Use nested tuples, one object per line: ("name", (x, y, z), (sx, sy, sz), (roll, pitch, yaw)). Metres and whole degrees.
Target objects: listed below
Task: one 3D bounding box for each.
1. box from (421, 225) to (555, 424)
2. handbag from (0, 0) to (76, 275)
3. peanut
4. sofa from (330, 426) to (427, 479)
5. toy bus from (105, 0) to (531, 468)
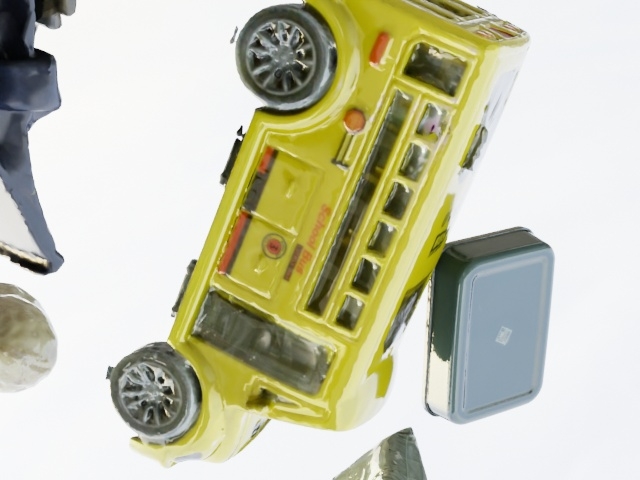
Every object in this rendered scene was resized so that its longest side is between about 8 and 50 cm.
("box", (0.112, 0.058, 0.889), (0.091, 0.126, 0.031), (-11, -156, -32))
("handbag", (-0.228, -0.150, 0.599), (0.122, 0.303, 0.329), (-23, -151, -40))
("peanut", (-0.349, 0.109, 1.500), (0.124, 0.123, 0.257), (-23, -167, -20))
("sofa", (-0.014, 0.311, 1.467), (0.225, 0.210, 0.176), (11, -129, -30))
("toy bus", (0.000, 0.000, 0.821), (0.152, 0.330, 0.144), (26, -161, 12))
